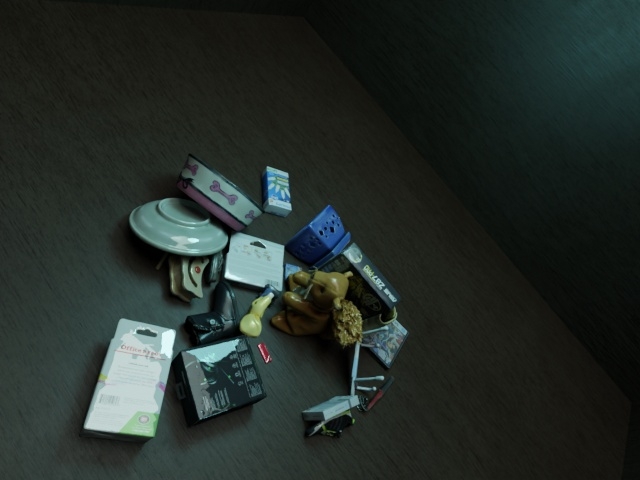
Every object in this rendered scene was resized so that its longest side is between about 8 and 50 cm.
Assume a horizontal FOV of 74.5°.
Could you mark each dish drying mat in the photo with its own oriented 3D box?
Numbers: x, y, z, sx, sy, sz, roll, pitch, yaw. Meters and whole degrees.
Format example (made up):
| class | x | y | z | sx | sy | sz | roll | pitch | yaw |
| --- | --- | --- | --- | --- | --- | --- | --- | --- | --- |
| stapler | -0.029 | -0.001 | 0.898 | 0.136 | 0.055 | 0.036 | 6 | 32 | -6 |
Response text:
| class | x | y | z | sx | sy | sz | roll | pitch | yaw |
| --- | --- | --- | --- | --- | --- | --- | --- | --- | --- |
| dish drying mat | -0.231 | 0.467 | 1.749 | 0.032 | 0.008 | 0.083 | -13 | 67 | -41 |

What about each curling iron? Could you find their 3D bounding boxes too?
| class | x | y | z | sx | sy | sz | roll | pitch | yaw |
| --- | --- | --- | --- | --- | --- | --- | --- | --- | --- |
| curling iron | 0.261 | 0.692 | 1.923 | 0.274 | 0.035 | 0.068 | -19 | 71 | -43 |

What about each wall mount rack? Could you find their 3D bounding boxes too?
| class | x | y | z | sx | sy | sz | roll | pitch | yaw |
| --- | --- | --- | --- | --- | --- | --- | --- | --- | --- |
| wall mount rack | 0.206 | 0.510 | 1.811 | 0.130 | 0.304 | 0.350 | 6 | 62 | 6 |

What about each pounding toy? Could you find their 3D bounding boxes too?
| class | x | y | z | sx | sy | sz | roll | pitch | yaw |
| --- | --- | --- | --- | --- | --- | --- | --- | --- | --- |
| pounding toy | -0.562 | 0.121 | 1.724 | 0.154 | 0.155 | 0.269 | 27 | 48 | -59 |

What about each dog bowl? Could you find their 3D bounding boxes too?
| class | x | y | z | sx | sy | sz | roll | pitch | yaw |
| --- | --- | --- | --- | --- | --- | --- | --- | --- | --- |
| dog bowl | -0.450 | -0.195 | 1.850 | 0.408 | 0.408 | 0.150 | 37 | 85 | -8 |

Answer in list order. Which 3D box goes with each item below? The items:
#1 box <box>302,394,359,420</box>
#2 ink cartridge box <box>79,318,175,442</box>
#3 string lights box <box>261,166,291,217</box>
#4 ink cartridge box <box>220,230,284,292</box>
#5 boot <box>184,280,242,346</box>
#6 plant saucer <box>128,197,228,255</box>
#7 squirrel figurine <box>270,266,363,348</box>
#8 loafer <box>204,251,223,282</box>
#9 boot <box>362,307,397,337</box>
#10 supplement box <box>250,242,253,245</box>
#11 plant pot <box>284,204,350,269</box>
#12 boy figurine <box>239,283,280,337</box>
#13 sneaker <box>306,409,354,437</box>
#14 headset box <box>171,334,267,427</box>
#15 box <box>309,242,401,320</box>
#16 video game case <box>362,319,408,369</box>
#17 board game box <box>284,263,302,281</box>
| class | x | y | z | sx | sy | sz | roll | pitch | yaw |
| --- | --- | --- | --- | --- | --- | --- | --- | --- | --- |
| box | 0.042 | 0.673 | 1.693 | 0.186 | 0.145 | 0.038 | -6 | 75 | -40 |
| ink cartridge box | -0.620 | 0.457 | 1.386 | 0.207 | 0.119 | 0.353 | 20 | 49 | -23 |
| string lights box | -0.238 | -0.259 | 2.249 | 0.133 | 0.077 | 0.260 | 14 | 51 | -30 |
| ink cartridge box | -0.303 | 0.104 | 1.920 | 0.275 | 0.060 | 0.239 | 18 | 54 | -26 |
| boot | -0.436 | 0.286 | 1.671 | 0.207 | 0.094 | 0.246 | -5 | 67 | -43 |
| plant saucer | -0.570 | -0.083 | 1.738 | 0.400 | 0.100 | 0.400 | 19 | 25 | -9 |
| squirrel figurine | 0.034 | 0.276 | 1.821 | 0.397 | 0.370 | 0.281 | 38 | 47 | -10 |
| loafer | -0.450 | 0.067 | 1.834 | 0.084 | 0.096 | 0.267 | 18 | 47 | -33 |
| boot | 0.302 | 0.355 | 2.037 | 0.262 | 0.203 | 0.095 | -31 | 80 | -44 |
| supplement box | -0.349 | 0.029 | 1.975 | 0.062 | 0.036 | 0.098 | 15 | 51 | -26 |
| plant pot | 0.000 | 0.000 | 2.124 | 0.212 | 0.236 | 0.236 | 48 | 42 | -5 |
| boy figurine | -0.250 | 0.288 | 1.736 | 0.092 | 0.177 | 0.285 | 36 | 25 | -7 |
| sneaker | 0.051 | 0.748 | 1.689 | 0.234 | 0.084 | 0.097 | -9 | 65 | -41 |
| headset box | -0.376 | 0.504 | 1.523 | 0.283 | 0.131 | 0.246 | -6 | 63 | -40 |
| box | 0.137 | 0.210 | 1.905 | 0.097 | 0.395 | 0.318 | -38 | 91 | -32 |
| video game case | 0.306 | 0.470 | 2.127 | 0.248 | 0.035 | 0.275 | 45 | 43 | 1 |
| board game box | -0.132 | 0.163 | 2.046 | 0.090 | 0.020 | 0.090 | 17 | 51 | -26 |
